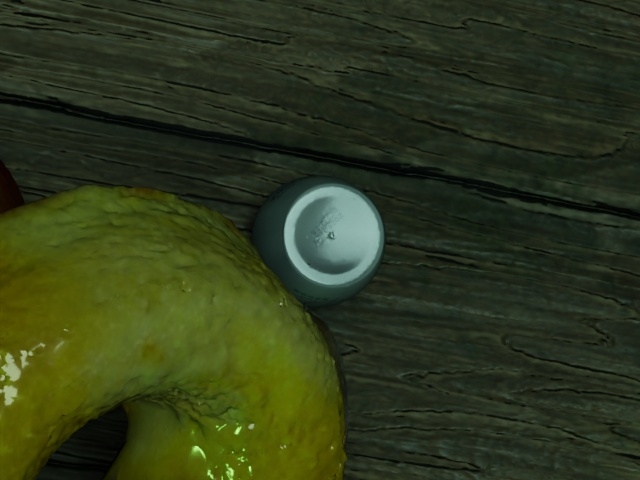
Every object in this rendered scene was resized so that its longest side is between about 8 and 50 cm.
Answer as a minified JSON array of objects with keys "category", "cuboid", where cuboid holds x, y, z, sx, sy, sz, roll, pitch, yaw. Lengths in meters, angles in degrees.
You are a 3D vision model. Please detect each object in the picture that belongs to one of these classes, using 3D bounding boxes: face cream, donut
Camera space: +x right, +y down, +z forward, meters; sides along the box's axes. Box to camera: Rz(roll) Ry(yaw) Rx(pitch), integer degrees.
[{"category":"face cream","cuboid":[0.000,0.000,1.736,0.117,0.104,0.117,1,86,-12]},{"category":"donut","cuboid":[-0.156,0.152,1.472,0.435,0.163,0.377,32,90,-40]}]

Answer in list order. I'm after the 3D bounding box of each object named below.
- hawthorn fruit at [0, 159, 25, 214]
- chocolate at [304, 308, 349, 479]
[{"category":"hawthorn fruit","cuboid":[-0.366,0.028,1.573,0.295,0.295,0.311,-13,66,-13]},{"category":"chocolate","cuboid":[-0.061,0.203,1.713,0.185,0.100,0.303,1,88,-15]}]
